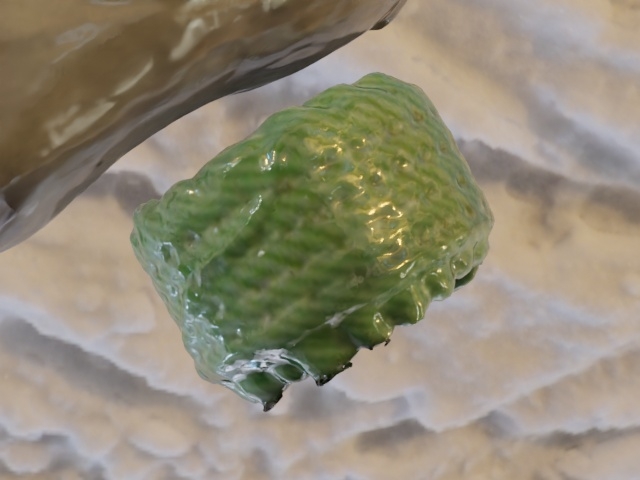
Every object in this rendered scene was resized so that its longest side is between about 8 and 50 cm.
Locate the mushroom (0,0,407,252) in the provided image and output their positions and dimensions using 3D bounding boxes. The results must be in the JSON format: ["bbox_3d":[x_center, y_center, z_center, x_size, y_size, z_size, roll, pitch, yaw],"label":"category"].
[{"bbox_3d":[-0.085,-0.074,0.421,0.351,0.097,0.109,-30,154,-27],"label":"mushroom"}]

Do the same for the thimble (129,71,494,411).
[{"bbox_3d":[0.000,0.000,0.677,0.219,0.219,0.150,-31,89,16],"label":"thimble"}]
